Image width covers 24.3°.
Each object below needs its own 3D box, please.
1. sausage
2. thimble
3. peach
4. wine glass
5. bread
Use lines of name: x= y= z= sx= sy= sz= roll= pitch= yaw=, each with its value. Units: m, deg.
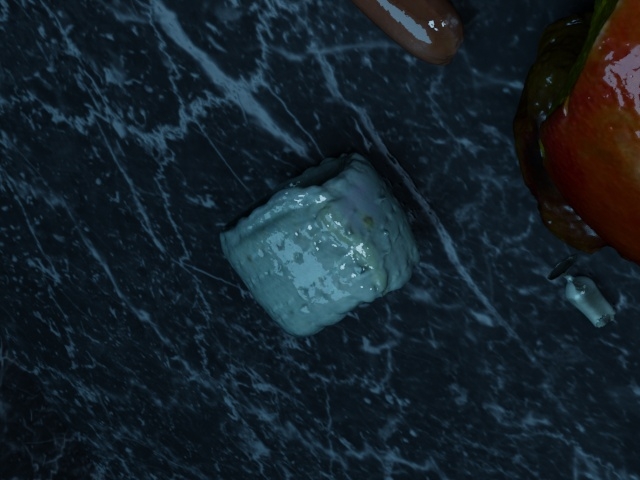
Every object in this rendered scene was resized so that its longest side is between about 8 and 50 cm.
sausage: x=0.069 y=-0.255 z=1.513 sx=0.194 sy=0.077 sz=0.077 roll=43 pitch=148 yaw=1
thimble: x=0.000 y=0.000 z=1.762 sx=0.172 sy=0.205 sz=0.250 roll=56 pitch=163 yaw=-8
peach: x=0.335 y=-0.103 z=1.136 sx=0.380 sy=0.242 sz=0.306 roll=34 pitch=156 yaw=-23
wine glass: x=0.295 y=0.057 z=1.658 sx=0.083 sy=0.042 sz=0.039 roll=47 pitch=-174 yaw=-9
bread: x=0.290 y=-0.098 z=1.391 sx=0.232 sy=0.135 sz=0.247 roll=1 pitch=128 yaw=30
